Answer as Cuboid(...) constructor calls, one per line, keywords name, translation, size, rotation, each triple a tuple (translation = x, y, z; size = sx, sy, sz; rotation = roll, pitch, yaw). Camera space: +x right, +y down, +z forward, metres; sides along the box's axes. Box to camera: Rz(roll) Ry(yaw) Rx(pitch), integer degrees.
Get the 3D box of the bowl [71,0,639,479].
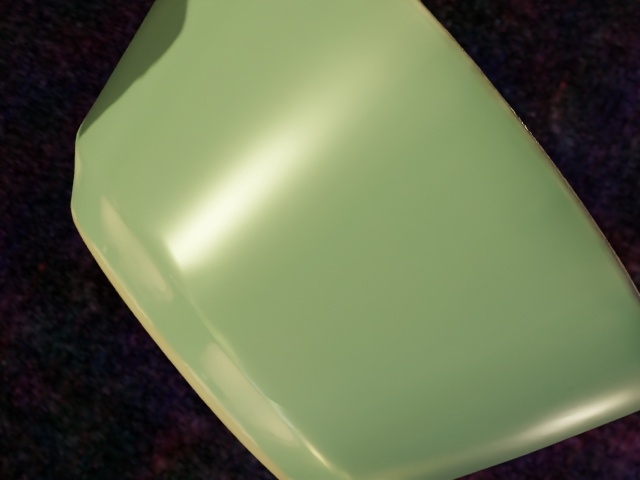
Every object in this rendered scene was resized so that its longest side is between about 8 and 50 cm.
Cuboid(name="bowl", translation=(0.000, 0.000, 0.621), size=(0.163, 0.311, 0.311), rotation=(-39, 133, -1))
